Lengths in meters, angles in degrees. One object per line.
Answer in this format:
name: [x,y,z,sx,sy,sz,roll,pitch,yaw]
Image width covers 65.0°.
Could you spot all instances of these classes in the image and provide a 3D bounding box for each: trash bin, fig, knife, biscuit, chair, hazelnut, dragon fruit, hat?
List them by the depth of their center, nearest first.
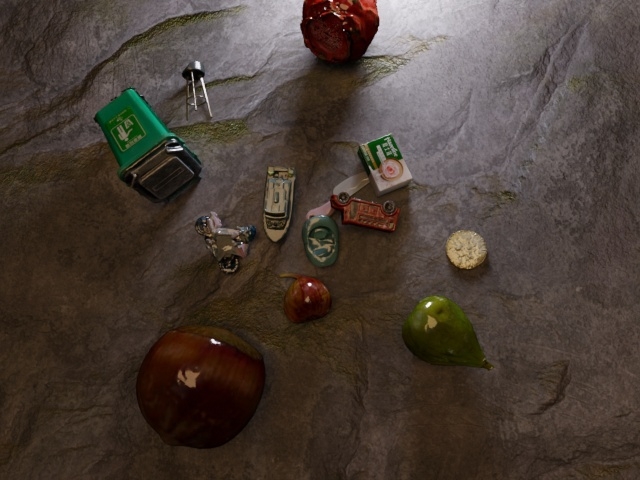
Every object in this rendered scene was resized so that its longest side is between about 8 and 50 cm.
hazelnut: [-0.396,0.479,1.676,0.421,0.353,0.420,19,51,-25]
fig: [0.410,0.341,1.693,0.233,0.233,0.314,-28,84,1]
fig: [-0.055,0.187,1.805,0.175,0.175,0.207,-15,60,3]
biscuit: [0.531,0.034,1.830,0.152,0.020,0.152,-1,80,6]
hat: [0.000,0.000,1.860,0.138,0.078,0.190,-4,93,-8]
dragon fruit: [0.075,-0.830,1.886,0.296,0.295,0.301,20,80,9]
trash bin: [-0.650,-0.357,1.904,0.259,0.295,0.381,-36,69,0]
knife: [0.078,-0.170,1.910,0.336,0.043,0.081,-39,75,-7]
chair: [-0.504,-0.595,2.006,0.095,0.104,0.221,-8,82,22]

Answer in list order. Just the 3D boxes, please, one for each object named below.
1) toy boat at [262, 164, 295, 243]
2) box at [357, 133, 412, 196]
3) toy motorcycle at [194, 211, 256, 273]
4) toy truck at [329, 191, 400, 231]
toy boat: [-0.157,-0.134,1.876,0.114,0.122,0.296,4,82,6]
box: [0.238,-0.280,1.876,0.135,0.081,0.199,-23,82,-6]
toy motorcycle: [-0.337,-0.017,1.889,0.204,0.108,0.239,-33,104,5]
toy truck: [0.154,-0.101,1.830,0.253,0.107,0.114,11,89,-4]
